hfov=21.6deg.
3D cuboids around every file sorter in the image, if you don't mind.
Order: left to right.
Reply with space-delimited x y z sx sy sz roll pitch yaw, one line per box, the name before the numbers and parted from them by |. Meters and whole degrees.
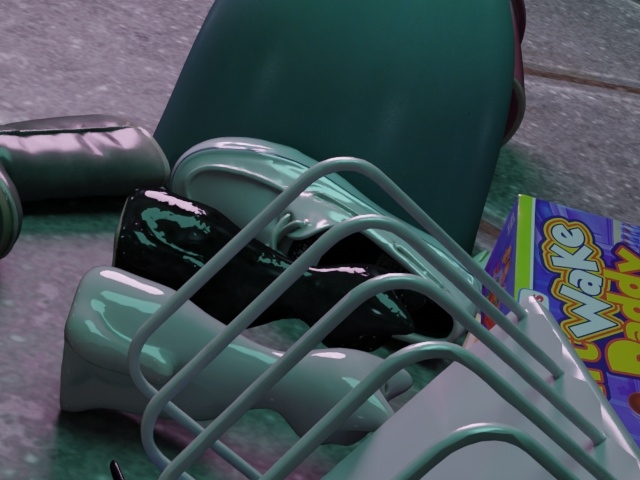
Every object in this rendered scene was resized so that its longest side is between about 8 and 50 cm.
file sorter | 0.030 0.114 0.800 0.173 0.193 0.278 42 11 -27

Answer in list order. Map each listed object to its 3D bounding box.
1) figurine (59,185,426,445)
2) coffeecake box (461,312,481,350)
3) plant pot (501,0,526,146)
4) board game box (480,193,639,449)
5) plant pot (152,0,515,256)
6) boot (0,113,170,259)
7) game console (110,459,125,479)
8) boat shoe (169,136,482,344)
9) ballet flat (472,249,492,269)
figurine | -0.040 0.055 1.053 0.209 0.092 0.215 12 23 2
coffeecake box | 0.168 0.132 1.100 0.185 0.068 0.142 23 19 5
plant pot | 0.116 -0.177 1.635 0.201 0.201 0.180 10 40 -23
board game box | 0.206 0.140 0.959 0.233 0.078 0.347 14 42 -5
plant pot | 0.028 -0.139 1.396 0.293 0.235 0.293 16 23 -7
boot | -0.199 -0.044 1.226 0.208 0.076 0.189 7 27 -45
game console | -0.051 0.173 0.837 0.107 0.071 0.122 8 26 -26
boat shoe | 0.000 0.000 1.240 0.258 0.095 0.084 22 18 9
ballet flat | 0.140 0.026 1.351 0.057 0.052 0.168 29 25 21
